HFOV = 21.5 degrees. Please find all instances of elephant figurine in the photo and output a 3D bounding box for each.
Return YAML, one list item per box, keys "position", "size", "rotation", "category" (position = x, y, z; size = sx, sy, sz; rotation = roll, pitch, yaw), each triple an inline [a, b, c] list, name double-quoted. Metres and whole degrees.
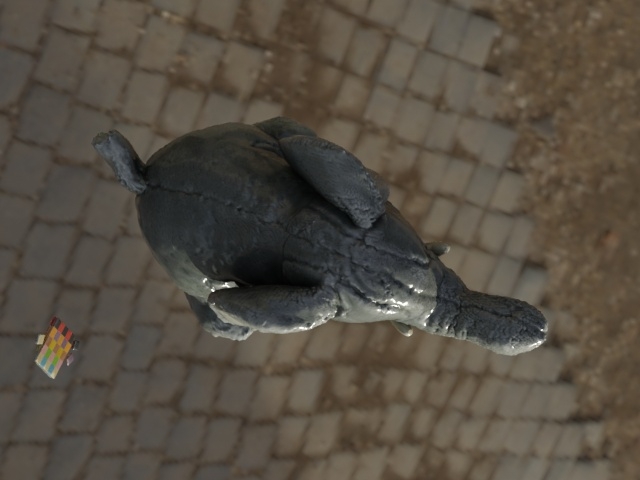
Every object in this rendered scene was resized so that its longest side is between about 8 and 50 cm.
- position: [0.000, 0.000, 1.108]
  size: [0.186, 0.239, 0.169]
  rotation: [-24, 117, -30]
  category: "elephant figurine"

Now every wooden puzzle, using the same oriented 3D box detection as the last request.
- position: [-0.267, 0.108, 1.689]
  size: [0.049, 0.006, 0.083]
  rotation: [-65, 157, -19]
  category: "wooden puzzle"
